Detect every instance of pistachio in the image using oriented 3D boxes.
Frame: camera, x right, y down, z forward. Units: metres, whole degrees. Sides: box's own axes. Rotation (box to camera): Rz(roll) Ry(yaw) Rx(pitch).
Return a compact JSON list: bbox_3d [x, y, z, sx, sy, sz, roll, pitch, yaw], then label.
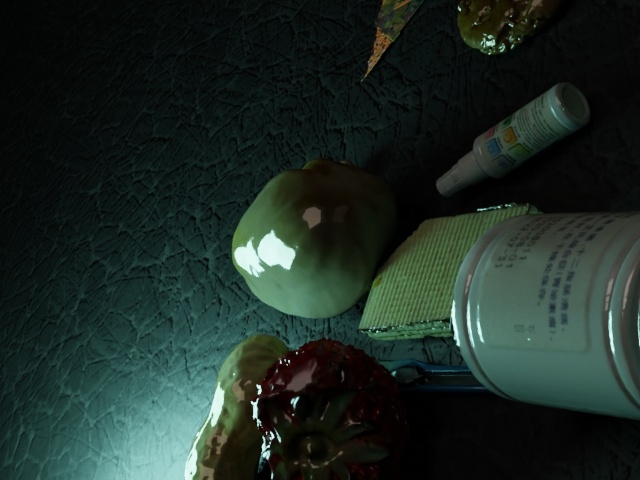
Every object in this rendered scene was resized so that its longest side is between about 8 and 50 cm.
[{"bbox_3d":[0.000,0.000,2.008,0.288,0.166,0.197,-34,76,63],"label":"pistachio"}]

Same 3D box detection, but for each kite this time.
[{"bbox_3d":[0.117,-0.334,2.247,0.125,0.008,0.222,-23,47,48],"label":"kite"}]

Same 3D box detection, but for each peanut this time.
[{"bbox_3d":[-0.106,0.244,2.011,0.263,0.101,0.117,-66,9,-8],"label":"peanut"}]

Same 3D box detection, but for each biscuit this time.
[{"bbox_3d":[0.249,-0.334,2.001,0.226,0.042,0.226,-40,34,35],"label":"biscuit"},{"bbox_3d":[0.150,0.043,1.824,0.252,0.052,0.150,-10,53,53],"label":"biscuit"}]

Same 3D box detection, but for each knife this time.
[{"bbox_3d":[0.137,0.152,1.778,0.296,0.026,0.044,-8,47,57],"label":"knife"}]

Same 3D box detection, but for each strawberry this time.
[{"bbox_3d":[0.019,0.199,1.793,0.201,0.187,0.184,-42,-25,-75],"label":"strawberry"}]

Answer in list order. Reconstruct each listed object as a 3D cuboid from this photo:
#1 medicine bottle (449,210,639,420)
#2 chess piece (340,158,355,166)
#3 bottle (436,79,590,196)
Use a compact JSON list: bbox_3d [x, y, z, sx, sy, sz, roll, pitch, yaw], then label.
[{"bbox_3d":[0.289,0.067,1.435,0.332,0.190,0.190,1,66,59],"label":"medicine bottle"},{"bbox_3d":[-0.011,-0.044,2.158,0.172,0.060,0.060,-47,32,21],"label":"chess piece"},{"bbox_3d":[0.216,-0.110,1.840,0.217,0.060,0.060,-33,40,40],"label":"bottle"}]
